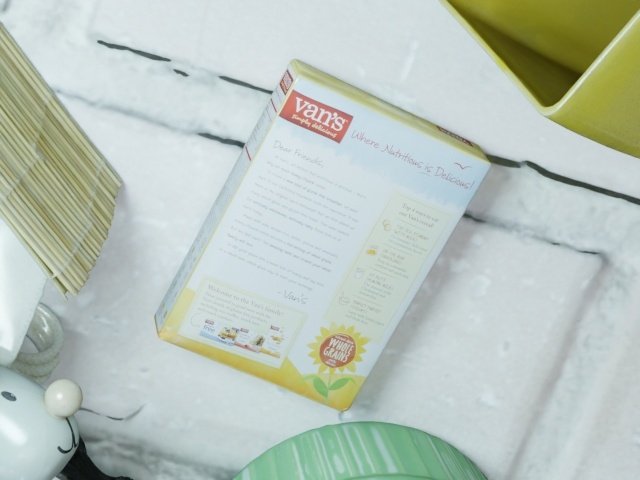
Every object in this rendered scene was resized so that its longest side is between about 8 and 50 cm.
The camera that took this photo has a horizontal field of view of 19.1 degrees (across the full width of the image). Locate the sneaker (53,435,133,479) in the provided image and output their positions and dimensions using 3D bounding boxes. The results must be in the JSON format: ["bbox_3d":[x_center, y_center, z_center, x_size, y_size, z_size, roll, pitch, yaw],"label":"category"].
[{"bbox_3d":[-0.221,0.204,1.498,0.108,0.100,0.271,-35,114,13],"label":"sneaker"}]

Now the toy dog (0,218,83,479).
[{"bbox_3d":[-0.269,0.003,1.321,0.334,0.220,0.161,39,118,-21],"label":"toy dog"}]

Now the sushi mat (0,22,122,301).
[{"bbox_3d":[-0.246,-0.114,1.328,0.019,0.151,0.316,-25,116,22],"label":"sushi mat"}]

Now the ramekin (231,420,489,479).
[{"bbox_3d":[0.036,0.296,1.550,0.303,0.148,0.303,-3,114,-8],"label":"ramekin"}]

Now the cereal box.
[{"bbox_3d":[0.000,0.000,1.470,0.173,0.047,0.240,24,107,-18],"label":"cereal box"}]

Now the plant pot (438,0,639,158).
[{"bbox_3d":[0.247,-0.168,1.361,0.187,0.212,0.212,33,105,-33],"label":"plant pot"}]
